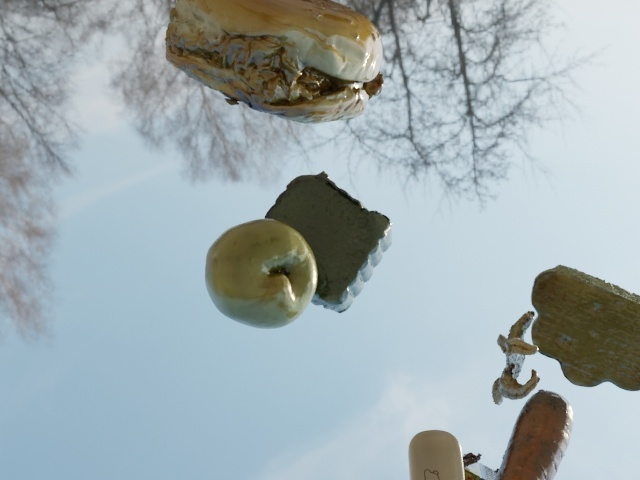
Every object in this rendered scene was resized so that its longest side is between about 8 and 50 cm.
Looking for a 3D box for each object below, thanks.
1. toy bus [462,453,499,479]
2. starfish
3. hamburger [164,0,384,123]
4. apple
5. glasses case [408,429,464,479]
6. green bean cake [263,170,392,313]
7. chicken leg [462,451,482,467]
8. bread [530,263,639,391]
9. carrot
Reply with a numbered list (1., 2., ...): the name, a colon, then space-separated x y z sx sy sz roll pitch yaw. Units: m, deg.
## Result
1. toy bus: 0.279 0.492 1.324 0.175 0.288 0.138 25 -96 16
2. starfish: 0.264 0.166 0.978 0.053 0.150 0.209 21 -169 6
3. hamburger: -0.026 -0.132 0.479 0.138 0.083 0.147 29 -157 15
4. apple: -0.100 0.052 1.153 0.200 0.199 0.200 -10 -150 6
5. glasses case: 0.175 0.383 1.030 0.083 0.050 0.196 -5 -118 6
6. green bean cake: 0.000 0.000 1.309 0.227 0.125 0.222 31 -98 14
7. chicken leg: 0.224 0.359 1.114 0.083 0.036 0.021 -16 -109 -20
8. bread: 0.506 0.173 1.270 0.287 0.207 0.056 28 -158 17
9. carrot: 0.215 0.231 0.715 0.060 0.060 0.186 9 -140 32
